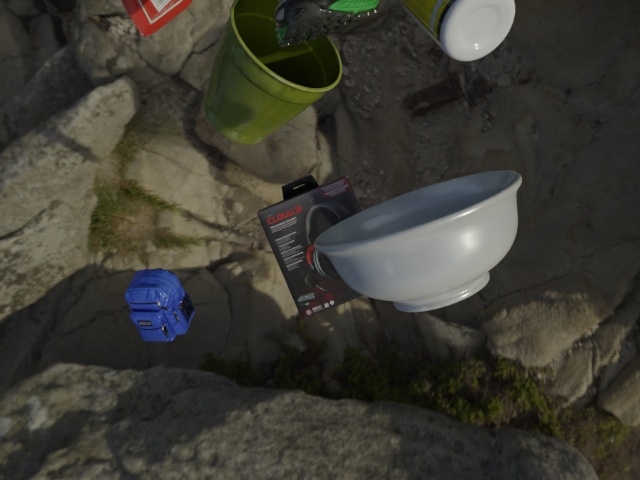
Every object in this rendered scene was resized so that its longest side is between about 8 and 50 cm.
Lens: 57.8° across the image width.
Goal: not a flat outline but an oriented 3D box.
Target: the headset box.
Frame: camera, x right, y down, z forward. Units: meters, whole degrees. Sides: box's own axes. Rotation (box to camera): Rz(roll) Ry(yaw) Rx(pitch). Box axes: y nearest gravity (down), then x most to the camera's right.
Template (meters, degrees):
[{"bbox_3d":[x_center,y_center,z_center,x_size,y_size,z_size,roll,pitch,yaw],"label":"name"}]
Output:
[{"bbox_3d":[0.000,0.000,1.315,0.218,0.110,0.293,-22,95,-1],"label":"headset box"}]

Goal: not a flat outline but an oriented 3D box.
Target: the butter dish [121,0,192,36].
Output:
[{"bbox_3d":[-0.396,-0.569,1.298,0.118,0.159,0.160,30,67,34],"label":"butter dish"}]

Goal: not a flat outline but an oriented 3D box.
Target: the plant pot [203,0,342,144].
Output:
[{"bbox_3d":[-0.182,-0.487,1.775,0.366,0.366,0.353,51,134,4],"label":"plant pot"}]

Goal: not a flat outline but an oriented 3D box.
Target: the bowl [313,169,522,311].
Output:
[{"bbox_3d":[0.150,0.012,0.821,0.298,0.298,0.134,-17,99,19],"label":"bowl"}]

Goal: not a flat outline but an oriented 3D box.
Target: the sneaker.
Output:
[{"bbox_3d":[-0.002,-0.367,0.762,0.134,0.343,0.146,-13,128,22],"label":"sneaker"}]

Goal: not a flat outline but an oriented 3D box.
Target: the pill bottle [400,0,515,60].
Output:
[{"bbox_3d":[0.167,-0.327,0.771,0.103,0.103,0.184,-42,50,19],"label":"pill bottle"}]

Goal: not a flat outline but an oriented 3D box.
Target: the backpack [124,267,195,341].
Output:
[{"bbox_3d":[-0.288,0.114,1.029,0.098,0.101,0.120,-4,126,9],"label":"backpack"}]
